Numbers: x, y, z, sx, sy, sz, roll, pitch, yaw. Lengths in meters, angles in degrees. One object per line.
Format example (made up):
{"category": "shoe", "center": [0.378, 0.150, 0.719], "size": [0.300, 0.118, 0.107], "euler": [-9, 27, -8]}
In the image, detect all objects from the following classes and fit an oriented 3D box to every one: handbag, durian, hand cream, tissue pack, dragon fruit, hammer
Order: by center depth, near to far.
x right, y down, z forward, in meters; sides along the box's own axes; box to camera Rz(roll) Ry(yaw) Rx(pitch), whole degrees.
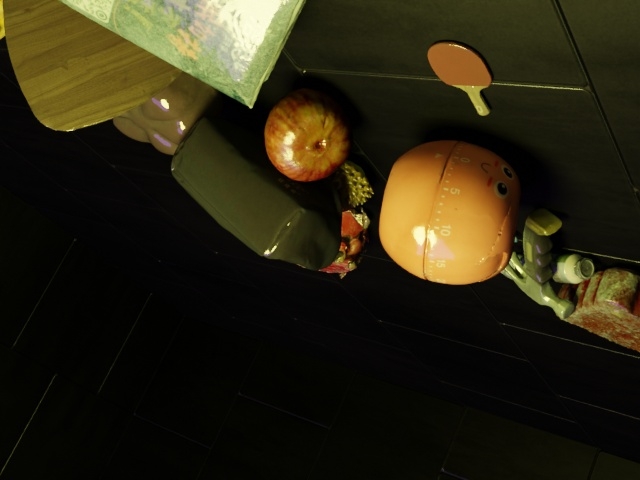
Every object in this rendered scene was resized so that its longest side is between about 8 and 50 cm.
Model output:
{"category": "tissue pack", "center": [-0.184, -0.343, 1.195], "size": [0.315, 0.103, 0.228], "euler": [29, 138, -6]}
{"category": "hammer", "center": [0.390, 0.029, 1.597], "size": [0.158, 0.041, 0.227], "euler": [42, 159, 36]}
{"category": "handbag", "center": [-0.085, -0.090, 1.644], "size": [0.302, 0.178, 0.275], "euler": [41, -165, 25]}
{"category": "durian", "center": [0.013, -0.123, 1.692], "size": [0.146, 0.102, 0.208], "euler": [14, 156, 51]}
{"category": "hand cream", "center": [0.417, 0.054, 1.709], "size": [0.088, 0.055, 0.256], "euler": [31, 164, -22]}
{"category": "dragon fruit", "center": [0.000, 0.000, 1.987], "size": [0.211, 0.147, 0.282], "euler": [35, 162, -25]}

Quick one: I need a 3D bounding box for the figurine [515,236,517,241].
{"category": "figurine", "center": [0.303, 0.005, 1.679], "size": [0.114, 0.079, 0.114], "euler": [-19, 175, -2]}

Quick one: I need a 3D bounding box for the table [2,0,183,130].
{"category": "table", "center": [-0.344, -0.341, 1.409], "size": [0.317, 0.317, 0.249], "euler": [28, 177, -7]}

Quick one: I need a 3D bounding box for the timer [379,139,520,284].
{"category": "timer", "center": [0.209, -0.045, 1.420], "size": [0.214, 0.230, 0.230], "euler": [13, 161, 9]}

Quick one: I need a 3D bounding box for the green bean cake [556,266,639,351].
{"category": "green bean cake", "center": [0.578, 0.137, 1.644], "size": [0.232, 0.097, 0.198], "euler": [27, 162, -5]}

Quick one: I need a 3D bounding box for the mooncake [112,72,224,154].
{"category": "mooncake", "center": [-0.303, -0.266, 1.676], "size": [0.244, 0.133, 0.245], "euler": [23, 155, 11]}

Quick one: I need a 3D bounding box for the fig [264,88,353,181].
{"category": "fig", "center": [-0.018, -0.178, 1.515], "size": [0.149, 0.148, 0.202], "euler": [54, -168, 0]}

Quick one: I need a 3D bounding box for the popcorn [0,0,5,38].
{"category": "popcorn", "center": [-0.551, -0.433, 1.353], "size": [0.225, 0.265, 0.332], "euler": [18, 132, -43]}

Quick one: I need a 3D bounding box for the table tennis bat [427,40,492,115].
{"category": "table tennis bat", "center": [0.205, -0.227, 1.255], "size": [0.087, 0.013, 0.156], "euler": [9, 155, 38]}
